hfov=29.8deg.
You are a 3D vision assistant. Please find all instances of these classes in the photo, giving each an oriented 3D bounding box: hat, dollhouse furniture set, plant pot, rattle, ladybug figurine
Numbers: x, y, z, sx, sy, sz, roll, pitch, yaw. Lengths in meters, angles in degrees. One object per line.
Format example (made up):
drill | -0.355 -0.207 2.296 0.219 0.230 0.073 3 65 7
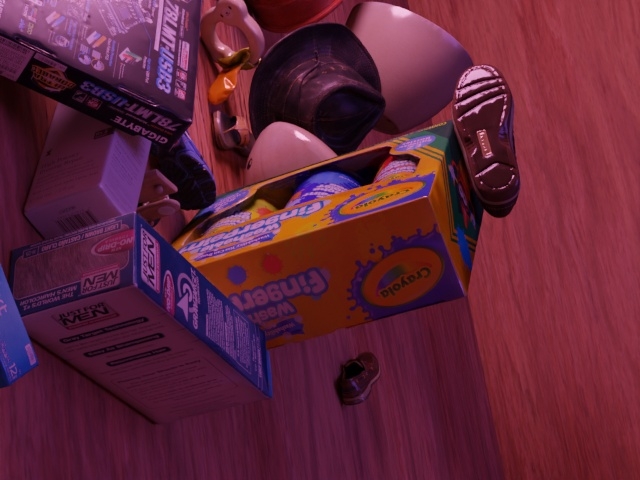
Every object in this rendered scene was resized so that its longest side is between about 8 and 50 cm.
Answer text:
hat | 0.029 -0.251 2.237 0.331 0.134 0.331 -16 113 -41
dollhouse furniture set | -0.233 0.017 1.594 0.144 0.123 0.151 45 33 -56
plant pot | 0.146 -0.331 2.479 0.191 0.284 0.284 -62 149 -11
rattle | -0.183 -0.365 2.104 0.143 0.130 0.199 -41 146 -28
ladybug figurine | -0.005 -0.012 2.143 0.305 0.162 0.449 31 -21 46
plant pot | -0.093 -0.595 2.360 0.265 0.272 0.272 43 35 -44

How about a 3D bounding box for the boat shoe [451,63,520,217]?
boat shoe | 0.253 -0.148 1.832 0.095 0.095 0.257 69 18 -55

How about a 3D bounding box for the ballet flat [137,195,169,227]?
ballet flat | -0.255 -0.063 1.687 0.203 0.074 0.074 30 47 -66

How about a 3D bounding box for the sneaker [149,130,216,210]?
sneaker | -0.220 -0.140 1.849 0.087 0.083 0.221 -90 159 -53

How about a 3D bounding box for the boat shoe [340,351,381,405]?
boat shoe | 0.079 0.265 2.428 0.178 0.064 0.060 -57 131 -64

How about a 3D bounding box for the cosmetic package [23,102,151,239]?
cosmetic package | -0.290 -0.105 1.541 0.231 0.117 0.085 -89 155 -45

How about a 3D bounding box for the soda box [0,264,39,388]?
soda box | -0.370 0.051 1.238 0.067 0.071 0.210 -44 117 -71

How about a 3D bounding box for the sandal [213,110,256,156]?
sandal | -0.146 -0.193 2.158 0.180 0.049 0.072 21 56 -68

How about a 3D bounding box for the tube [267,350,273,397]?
tube | -0.112 0.211 1.935 0.207 0.052 0.080 30 57 -73

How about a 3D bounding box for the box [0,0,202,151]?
box | -0.295 -0.289 1.537 0.293 0.073 0.295 25 43 -28

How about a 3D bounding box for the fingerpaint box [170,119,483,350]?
fingerpaint box | 0.000 0.000 1.790 0.371 0.445 0.163 -62 132 -65

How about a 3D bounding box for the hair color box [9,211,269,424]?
hair color box | -0.214 0.108 1.494 0.347 0.174 0.105 50 29 -53
